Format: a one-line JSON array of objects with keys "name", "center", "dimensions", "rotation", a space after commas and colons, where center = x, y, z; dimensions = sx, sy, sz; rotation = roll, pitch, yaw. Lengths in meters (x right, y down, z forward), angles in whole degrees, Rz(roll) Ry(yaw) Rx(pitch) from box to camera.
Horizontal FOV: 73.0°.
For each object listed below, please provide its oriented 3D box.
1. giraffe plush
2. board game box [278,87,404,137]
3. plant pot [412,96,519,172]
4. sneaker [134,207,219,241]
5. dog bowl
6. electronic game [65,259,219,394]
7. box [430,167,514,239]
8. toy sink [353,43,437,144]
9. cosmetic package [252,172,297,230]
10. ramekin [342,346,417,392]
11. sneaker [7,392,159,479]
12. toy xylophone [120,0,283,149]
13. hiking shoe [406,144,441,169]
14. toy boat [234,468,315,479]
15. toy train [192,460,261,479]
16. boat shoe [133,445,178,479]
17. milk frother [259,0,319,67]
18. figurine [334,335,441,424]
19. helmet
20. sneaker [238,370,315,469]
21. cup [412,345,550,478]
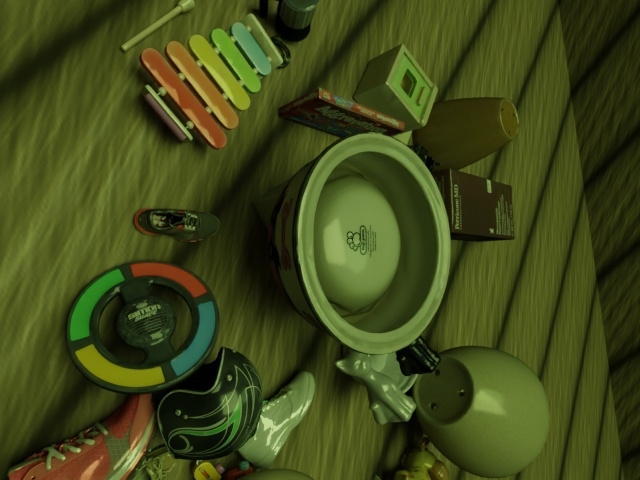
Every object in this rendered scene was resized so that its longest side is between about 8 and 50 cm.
[{"name": "giraffe plush", "center": [0.264, 0.629, 1.135], "dimensions": [0.210, 0.181, 0.170], "rotation": [43, 41, 11]}, {"name": "board game box", "center": [0.056, -0.288, 1.034], "dimensions": [0.281, 0.145, 0.027], "rotation": [6, 81, -40]}, {"name": "plant pot", "center": [0.451, -0.333, 1.313], "dimensions": [0.237, 0.254, 0.237], "rotation": [4, 84, -40]}, {"name": "sneaker", "center": [-0.251, -0.030, 0.791], "dimensions": [0.158, 0.065, 0.061], "rotation": [-1, 86, -41]}, {"name": "dog bowl", "center": [0.075, 0.006, 0.847], "dimensions": [0.408, 0.150, 0.408], "rotation": [2, 86, -39]}, {"name": "electronic game", "center": [-0.279, 0.130, 0.695], "dimensions": [0.229, 0.048, 0.229], "rotation": [9, 52, -12]}, {"name": "box", "center": [0.466, -0.101, 1.379], "dimensions": [0.381, 0.143, 0.191], "rotation": [3, 84, -39]}, {"name": "toy sink", "center": [0.231, -0.391, 1.206], "dimensions": [0.234, 0.131, 0.153], "rotation": [40, 62, -32]}, {"name": "cosmetic package", "center": [0.000, 0.000, 0.965], "dimensions": [0.153, 0.129, 0.296], "rotation": [-42, 112, -34]}, {"name": "ramekin", "center": [0.150, 0.274, 1.082], "dimensions": [0.207, 0.109, 0.207], "rotation": [6, 81, -41]}, {"name": "sneaker", "center": [-0.363, 0.336, 0.625], "dimensions": [0.136, 0.116, 0.314], "rotation": [47, 56, -22]}, {"name": "toy xylophone", "center": [-0.227, -0.333, 0.833], "dimensions": [0.236, 0.081, 0.323], "rotation": [45, 59, -28]}, {"name": "hiking shoe", "center": [0.238, -0.244, 1.208], "dimensions": [0.227, 0.114, 0.086], "rotation": [9, 79, -40]}, {"name": "toy boat", "center": [-0.093, 0.559, 0.777], "dimensions": [0.267, 0.148, 0.318], "rotation": [-26, 120, -6]}, {"name": "toy train", "center": [-0.183, 0.400, 0.812], "dimensions": [0.125, 0.046, 0.166], "rotation": [-10, 94, -31]}, {"name": "boat shoe", "center": [-0.299, 0.399, 0.716], "dimensions": [0.153, 0.048, 0.056], "rotation": [-19, 98, -40]}, {"name": "milk frother", "center": [-0.067, -0.476, 0.951], "dimensions": [0.129, 0.135, 0.143], "rotation": [-11, 90, -10]}, {"name": "figurine", "center": [0.142, 0.261, 0.957], "dimensions": [0.209, 0.092, 0.215], "rotation": [51, 56, -15]}, {"name": "helmet", "center": [-0.175, 0.269, 0.720], "dimensions": [0.161, 0.169, 0.169], "rotation": [-15, 96, -12]}, {"name": "sneaker", "center": [-0.093, 0.349, 0.890], "dimensions": [0.094, 0.080, 0.212], "rotation": [44, 60, -15]}, {"name": "cup", "center": [0.368, 0.408, 1.105], "dimensions": [0.237, 0.331, 0.331], "rotation": [33, 65, -36]}]
